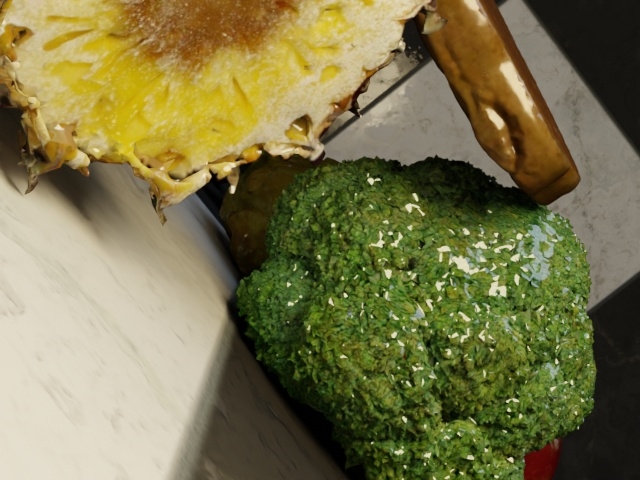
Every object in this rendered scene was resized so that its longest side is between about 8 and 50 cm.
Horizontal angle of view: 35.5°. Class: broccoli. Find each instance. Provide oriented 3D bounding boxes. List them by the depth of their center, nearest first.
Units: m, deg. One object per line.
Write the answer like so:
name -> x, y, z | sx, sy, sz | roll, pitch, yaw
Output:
broccoli -> 0.101, 0.073, 0.954 | 0.321, 0.310, 0.413 | 61, 29, -48

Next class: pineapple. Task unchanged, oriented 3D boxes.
pineapple -> -0.116, -0.215, 0.648 | 0.300, 0.352, 0.352 | 45, -2, 38

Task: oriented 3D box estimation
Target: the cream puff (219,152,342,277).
cream puff -> 0.000, -0.015, 1.202 | 0.244, 0.196, 0.244 | 39, 4, -3

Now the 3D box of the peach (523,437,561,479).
peach -> 0.262, 0.295, 1.548 | 0.243, 0.199, 0.243 | 48, 3, -3

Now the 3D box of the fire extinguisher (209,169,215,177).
fire extinguisher -> -0.175, -0.108, 1.463 | 0.083, 0.022, 0.028 | 41, 41, -74

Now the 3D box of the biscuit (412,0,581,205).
biscuit -> 0.116, -0.208, 0.875 | 0.381, 0.074, 0.359 | 49, 19, -31

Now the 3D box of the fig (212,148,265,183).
fig -> -0.148, -0.165, 1.600 | 0.136, 0.121, 0.153 | 44, 8, -39

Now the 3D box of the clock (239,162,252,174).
clock -> -0.026, 0.002, 1.484 | 0.279, 0.049, 0.273 | 55, 4, 18
